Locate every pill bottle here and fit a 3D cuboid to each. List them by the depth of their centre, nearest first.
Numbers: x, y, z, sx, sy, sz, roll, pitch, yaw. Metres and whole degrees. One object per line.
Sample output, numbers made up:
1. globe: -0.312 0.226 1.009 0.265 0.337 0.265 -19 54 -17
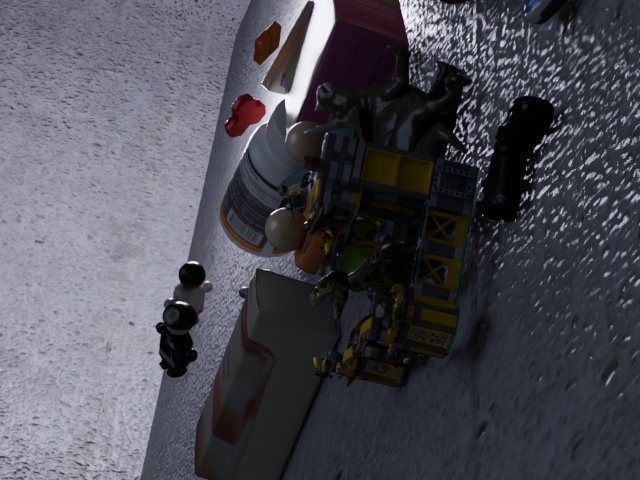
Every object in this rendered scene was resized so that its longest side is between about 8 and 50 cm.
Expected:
1. pill bottle: -0.063 -0.108 2.152 0.278 0.162 0.162 121 162 -47

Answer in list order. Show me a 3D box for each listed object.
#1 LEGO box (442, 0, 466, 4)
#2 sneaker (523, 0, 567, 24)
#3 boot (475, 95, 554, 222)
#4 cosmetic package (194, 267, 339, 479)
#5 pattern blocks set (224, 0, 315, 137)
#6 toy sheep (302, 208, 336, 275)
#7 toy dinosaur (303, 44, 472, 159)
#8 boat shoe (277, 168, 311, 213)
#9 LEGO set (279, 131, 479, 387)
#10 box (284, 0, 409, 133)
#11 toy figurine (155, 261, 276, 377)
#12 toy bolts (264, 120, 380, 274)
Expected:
1. LEGO box: 0.201 -0.553 1.491 0.372 0.193 0.500 -147 74 -78
2. sneaker: 0.235 -0.322 1.286 0.080 0.081 0.211 157 129 -74
3. boot: 0.191 -0.078 1.240 0.121 0.045 0.099 120 166 -71
4. cosmetic package: -0.085 0.213 1.886 0.153 0.129 0.296 -98 28 -66
5. pattern blocks set: -0.016 -0.316 2.112 0.285 0.026 0.325 -16 -38 -48
6. toy sheep: 0.000 0.000 1.915 0.091 0.091 0.132 120 149 -46
7. toy dinosaur: 0.117 -0.140 1.548 0.313 0.121 0.160 45 118 50
8. boat shoe: 0.022 -0.084 1.989 0.183 0.083 0.065 -18 31 43
9. LEGO set: 0.034 0.026 1.365 0.331 0.192 0.255 136 146 -80
10. box: 0.035 -0.272 1.932 0.243 0.117 0.213 -95 25 -58
11. toy figurine: -0.176 0.138 2.210 0.209 0.213 0.148 -81 2 -53
12. toy bolts: 0.026 -0.085 1.719 0.218 0.158 0.228 120 162 -47
